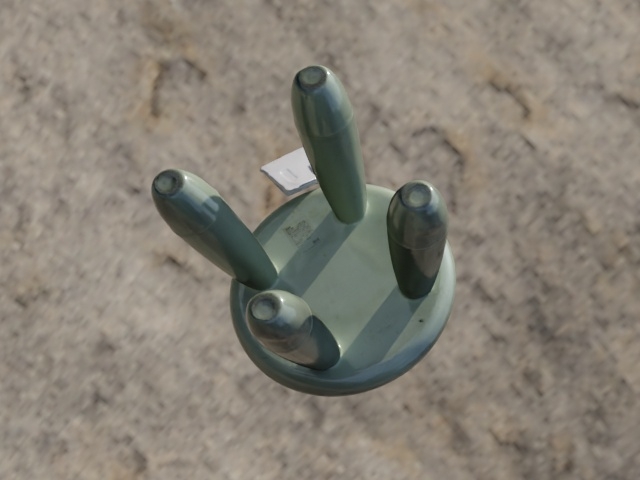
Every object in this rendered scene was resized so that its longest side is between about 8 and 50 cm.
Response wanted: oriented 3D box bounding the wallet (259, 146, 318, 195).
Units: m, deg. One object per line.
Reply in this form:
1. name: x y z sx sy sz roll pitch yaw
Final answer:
1. wallet: -0.009 -0.066 1.582 0.083 0.011 0.044 -27 50 -29

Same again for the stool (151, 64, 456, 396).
1. stool: 0.000 0.000 1.460 0.195 0.198 0.195 -36 59 -7
